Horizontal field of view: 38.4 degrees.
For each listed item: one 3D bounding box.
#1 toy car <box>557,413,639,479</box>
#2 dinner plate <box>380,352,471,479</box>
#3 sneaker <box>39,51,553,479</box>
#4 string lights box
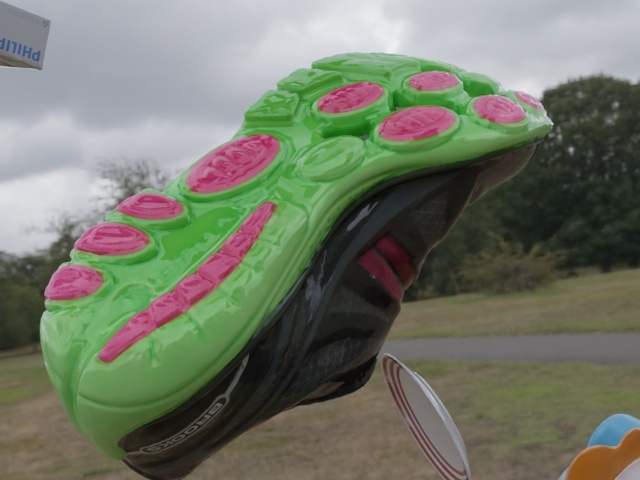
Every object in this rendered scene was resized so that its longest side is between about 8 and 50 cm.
[{"bbox_3d":[0.241,0.200,0.656,0.219,0.210,0.238,24,-21,48],"label":"toy car"},{"bbox_3d":[0.096,0.158,0.805,0.017,0.141,0.141,-30,1,-12],"label":"dinner plate"},{"bbox_3d":[0.000,0.000,0.721,0.482,0.202,0.185,-34,52,-30],"label":"sneaker"},{"bbox_3d":[-0.522,-0.297,1.301,0.259,0.077,0.133,10,-1,34],"label":"string lights box"}]
